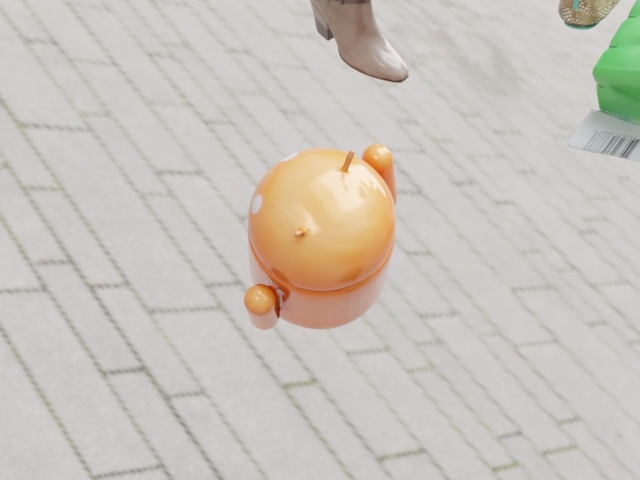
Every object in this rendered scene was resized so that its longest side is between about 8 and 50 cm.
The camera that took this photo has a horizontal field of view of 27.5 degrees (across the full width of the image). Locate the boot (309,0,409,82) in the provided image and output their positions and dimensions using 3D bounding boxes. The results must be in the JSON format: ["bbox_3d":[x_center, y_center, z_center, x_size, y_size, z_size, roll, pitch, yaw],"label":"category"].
[{"bbox_3d":[0.034,-0.200,1.156,0.118,0.087,0.042,33,57,19],"label":"boot"}]

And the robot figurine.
[{"bbox_3d":[0.001,-0.002,1.123,0.158,0.219,0.128,-13,71,-6],"label":"robot figurine"}]

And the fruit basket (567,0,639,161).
[{"bbox_3d":[0.488,-0.166,1.385,0.353,0.165,0.327,19,58,28],"label":"fruit basket"}]

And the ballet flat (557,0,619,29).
[{"bbox_3d":[0.331,-0.311,1.498,0.073,0.067,0.206,14,39,22],"label":"ballet flat"}]
